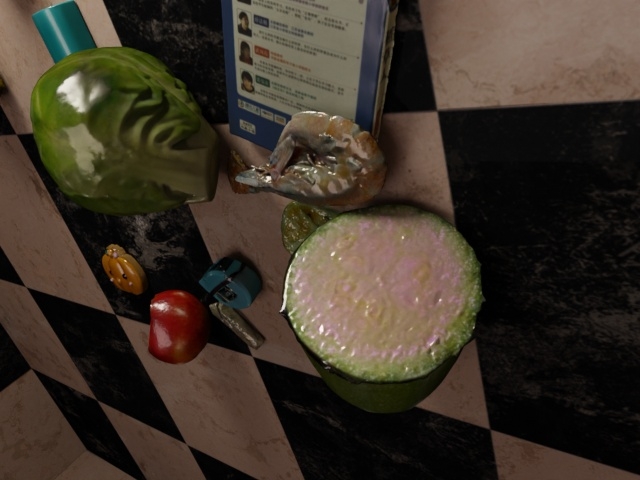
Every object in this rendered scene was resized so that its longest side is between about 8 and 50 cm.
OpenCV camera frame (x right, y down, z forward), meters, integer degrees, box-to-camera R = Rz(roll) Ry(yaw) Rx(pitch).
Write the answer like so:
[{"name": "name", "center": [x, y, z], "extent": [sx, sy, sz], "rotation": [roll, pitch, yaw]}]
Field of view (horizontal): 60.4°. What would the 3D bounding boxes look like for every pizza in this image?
[{"name": "pizza", "center": [-0.158, -0.126, 1.105], "extent": [0.100, 0.029, 0.099], "rotation": [52, 148, -2]}]

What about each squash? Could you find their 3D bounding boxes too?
[{"name": "squash", "center": [0.116, 0.145, 0.942], "extent": [0.310, 0.310, 0.309], "rotation": [24, 156, 25]}]

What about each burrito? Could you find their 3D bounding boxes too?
[{"name": "burrito", "center": [-0.213, 0.215, 1.414], "extent": [0.171, 0.042, 0.051], "rotation": [47, 130, -3]}]

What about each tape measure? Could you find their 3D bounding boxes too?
[{"name": "tape measure", "center": [-0.204, 0.100, 1.285], "extent": [0.125, 0.081, 0.146], "rotation": [43, 141, -12]}]

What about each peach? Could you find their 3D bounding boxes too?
[{"name": "peach", "center": [-0.391, 0.228, 1.467], "extent": [0.192, 0.190, 0.190], "rotation": [42, 142, -20]}]

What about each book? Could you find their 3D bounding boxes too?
[{"name": "book", "center": [-0.030, -0.306, 0.834], "extent": [0.299, 0.039, 0.428], "rotation": [26, 136, 22]}]

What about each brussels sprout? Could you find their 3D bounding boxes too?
[{"name": "brussels sprout", "center": [-0.354, -0.189, 1.031], "extent": [0.354, 0.289, 0.282], "rotation": [21, 127, -5]}]

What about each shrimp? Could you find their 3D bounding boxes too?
[{"name": "shrimp", "center": [-0.034, -0.131, 0.910], "extent": [0.316, 0.062, 0.164], "rotation": [2, 121, 36]}]

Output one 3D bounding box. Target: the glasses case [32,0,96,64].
[{"name": "glasses case", "center": [-0.517, -0.350, 1.199], "extent": [0.117, 0.070, 0.301], "rotation": [3, 125, 40]}]

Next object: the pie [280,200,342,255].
[{"name": "pie", "center": [0.000, 0.000, 1.056], "extent": [0.186, 0.041, 0.187], "rotation": [23, 135, 26]}]

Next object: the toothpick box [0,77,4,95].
[{"name": "toothpick box", "center": [-0.946, -0.461, 1.399], "extent": [0.175, 0.175, 0.271], "rotation": [-16, 114, 47]}]

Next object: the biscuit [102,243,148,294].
[{"name": "biscuit", "center": [-0.590, 0.091, 1.630], "extent": [0.170, 0.050, 0.170], "rotation": [22, 134, 25]}]
